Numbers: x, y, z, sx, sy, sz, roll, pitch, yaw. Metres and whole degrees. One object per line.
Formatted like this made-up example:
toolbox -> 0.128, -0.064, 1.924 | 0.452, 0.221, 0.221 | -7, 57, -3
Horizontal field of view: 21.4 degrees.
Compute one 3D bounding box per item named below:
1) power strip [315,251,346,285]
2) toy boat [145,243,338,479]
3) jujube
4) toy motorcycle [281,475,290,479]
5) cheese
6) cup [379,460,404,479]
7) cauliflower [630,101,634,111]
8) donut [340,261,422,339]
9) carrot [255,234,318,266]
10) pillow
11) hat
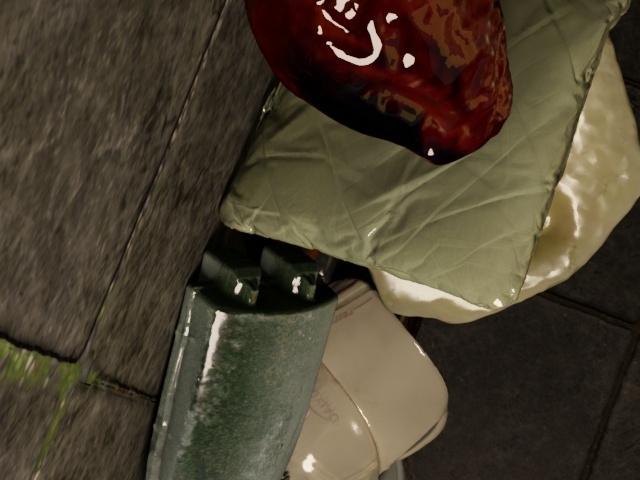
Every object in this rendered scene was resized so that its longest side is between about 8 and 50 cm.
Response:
power strip -> 0.000, 0.000, 1.818 | 0.257, 0.070, 0.105 | 73, 36, -81
toy boat -> -0.082, 0.158, 1.461 | 0.141, 0.092, 0.320 | -4, 117, -40
jujube -> 0.052, -0.148, 1.197 | 0.236, 0.168, 0.168 | 48, 54, -35
toy motorcycle -> -0.076, 0.182, 1.609 | 0.159, 0.106, 0.270 | 7, 104, -81
cheese -> 0.129, -0.083, 1.515 | 0.326, 0.318, 0.115 | -62, -170, 15
cup -> -0.019, 0.308, 1.970 | 0.317, 0.212, 0.212 | 94, 18, -70
cauliflower -> 0.138, -0.150, 1.691 | 0.281, 0.260, 0.327 | -38, 174, 24
donut -> 0.070, 0.062, 1.853 | 0.230, 0.096, 0.216 | 68, 45, -80
carrot -> -0.030, 0.011, 1.621 | 0.205, 0.072, 0.072 | 98, 15, -67
pillow -> 0.081, -0.105, 1.351 | 0.076, 0.274, 0.281 | 36, 73, -59
hat -> 0.005, 0.166, 1.688 | 0.164, 0.219, 0.226 | -27, 162, -39
